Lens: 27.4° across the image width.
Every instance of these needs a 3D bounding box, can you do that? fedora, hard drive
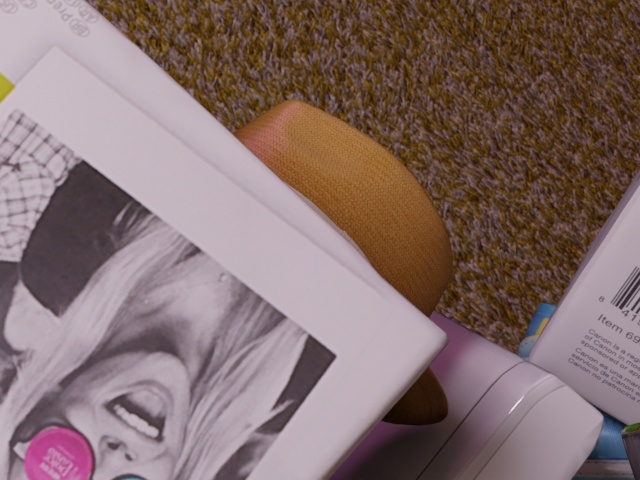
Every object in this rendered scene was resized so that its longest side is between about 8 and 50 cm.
[{"bbox_3d":[0.000,0.000,0.605,0.079,0.194,0.194,-47,-1,-19],"label":"fedora"},{"bbox_3d":[0.004,0.138,0.731,0.233,0.047,0.353,-52,13,-3],"label":"hard drive"}]

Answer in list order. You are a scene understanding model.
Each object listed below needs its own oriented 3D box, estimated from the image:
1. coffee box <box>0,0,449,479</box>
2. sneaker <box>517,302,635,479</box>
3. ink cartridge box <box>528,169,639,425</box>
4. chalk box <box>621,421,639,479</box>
[{"bbox_3d":[-0.217,0.073,0.556,0.334,0.338,0.337,-46,-1,-19],"label":"coffee box"},{"bbox_3d":[0.093,0.153,0.746,0.319,0.208,0.127,-16,-9,6],"label":"sneaker"},{"bbox_3d":[0.243,-0.004,0.582,0.114,0.197,0.273,-53,-10,-41],"label":"ink cartridge box"},{"bbox_3d":[0.196,0.111,0.473,0.132,0.132,0.213,-16,-10,4],"label":"chalk box"}]
